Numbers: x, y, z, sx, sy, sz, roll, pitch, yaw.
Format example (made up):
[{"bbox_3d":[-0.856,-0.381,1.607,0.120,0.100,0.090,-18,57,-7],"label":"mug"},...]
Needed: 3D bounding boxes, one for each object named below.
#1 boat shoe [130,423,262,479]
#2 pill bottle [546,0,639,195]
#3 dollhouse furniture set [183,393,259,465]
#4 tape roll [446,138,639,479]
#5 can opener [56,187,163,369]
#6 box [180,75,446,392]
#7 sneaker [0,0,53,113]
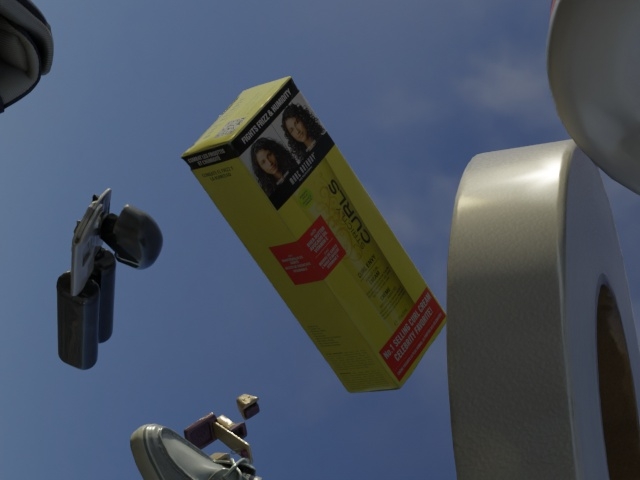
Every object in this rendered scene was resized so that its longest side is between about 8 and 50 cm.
[{"bbox_3d":[-0.086,0.252,1.433,0.081,0.227,0.079,-39,-168,21],"label":"boat shoe"},{"bbox_3d":[0.272,-0.219,0.957,0.392,0.224,0.224,-74,-174,-47],"label":"pill bottle"},{"bbox_3d":[-0.083,0.246,1.610,0.081,0.091,0.114,28,-43,42],"label":"dollhouse furniture set"},{"bbox_3d":[0.163,0.129,0.950,0.392,0.072,0.392,-8,90,-72],"label":"tape roll"},{"bbox_3d":[-0.218,0.051,1.499,0.283,0.095,0.076,105,9,-56],"label":"can opener"},{"bbox_3d":[0.000,0.000,1.074,0.058,0.087,0.232,-9,-59,46],"label":"box"},{"bbox_3d":[-0.192,-0.092,0.705,0.163,0.086,0.226,50,-19,24],"label":"sneaker"}]
